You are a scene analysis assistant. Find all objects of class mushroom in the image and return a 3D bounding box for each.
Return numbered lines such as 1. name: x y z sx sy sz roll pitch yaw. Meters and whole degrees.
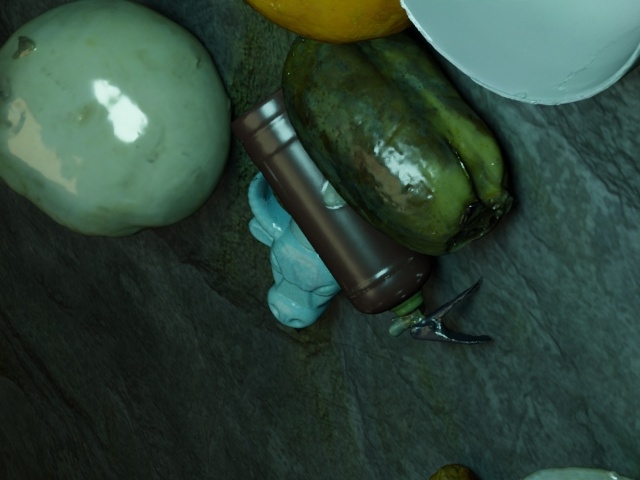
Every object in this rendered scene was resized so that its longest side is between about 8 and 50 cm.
1. mushroom: -0.259 -0.160 2.058 0.336 0.314 0.314 -94 -17 -80

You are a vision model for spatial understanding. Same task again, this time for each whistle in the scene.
1. whistle: 0.000 0.000 1.866 0.186 0.093 0.274 29 135 13

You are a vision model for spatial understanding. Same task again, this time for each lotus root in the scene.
1. lotus root: 0.065 -0.105 1.594 0.275 0.152 0.160 54 159 22

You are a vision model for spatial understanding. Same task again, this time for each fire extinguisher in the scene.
1. fire extinguisher: 0.053 -0.018 1.719 0.138 0.102 0.344 -33 95 27

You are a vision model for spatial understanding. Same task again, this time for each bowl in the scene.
1. bowl: 0.180 -0.260 1.235 0.287 0.144 0.287 31 136 35

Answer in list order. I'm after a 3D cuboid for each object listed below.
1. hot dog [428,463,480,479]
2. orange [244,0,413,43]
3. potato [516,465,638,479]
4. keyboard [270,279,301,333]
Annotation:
1. hot dog: 0.190 0.359 1.843 0.227 0.099 0.160 42 147 31
2. orange: 0.007 -0.309 1.442 0.284 0.226 0.284 51 156 32
3. potato: 0.304 0.356 1.562 0.189 0.211 0.264 92 154 -46
4. keyboard: -0.022 0.045 2.035 0.074 0.015 0.196 51 151 16
